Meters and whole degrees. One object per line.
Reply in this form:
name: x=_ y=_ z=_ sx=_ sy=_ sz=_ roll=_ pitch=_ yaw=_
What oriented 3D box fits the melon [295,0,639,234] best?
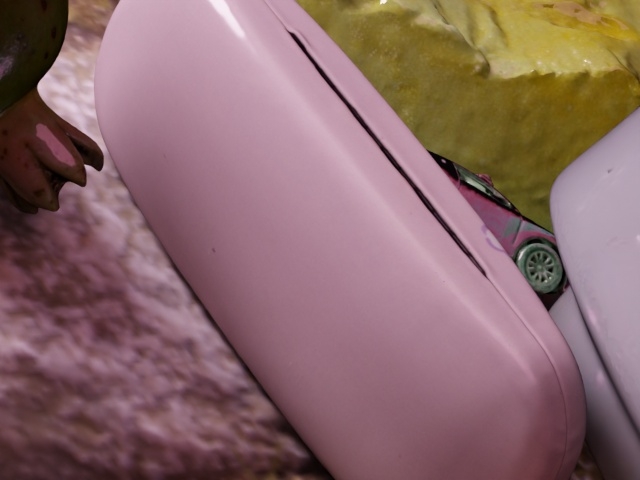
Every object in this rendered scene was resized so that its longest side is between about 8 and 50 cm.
melon: x=0.065 y=-0.098 z=0.989 sx=0.324 sy=0.124 sz=0.196 roll=18 pitch=35 yaw=-14

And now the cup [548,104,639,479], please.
cup: x=0.208 y=0.064 z=0.816 sx=0.347 sy=0.163 sz=0.347 roll=52 pitch=16 yaw=-21

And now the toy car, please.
toy car: x=0.057 y=-0.009 z=0.895 sx=0.142 sy=0.069 sz=0.055 roll=30 pitch=67 yaw=-17

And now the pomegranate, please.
pomegranate: x=-0.145 y=-0.074 z=0.790 sx=0.142 sy=0.114 sz=0.114 roll=55 pitch=31 yaw=-13

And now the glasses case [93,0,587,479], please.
glasses case: x=0.000 y=0.000 z=0.812 sx=0.075 sy=0.113 sz=0.297 roll=-11 pitch=55 yaw=-45
